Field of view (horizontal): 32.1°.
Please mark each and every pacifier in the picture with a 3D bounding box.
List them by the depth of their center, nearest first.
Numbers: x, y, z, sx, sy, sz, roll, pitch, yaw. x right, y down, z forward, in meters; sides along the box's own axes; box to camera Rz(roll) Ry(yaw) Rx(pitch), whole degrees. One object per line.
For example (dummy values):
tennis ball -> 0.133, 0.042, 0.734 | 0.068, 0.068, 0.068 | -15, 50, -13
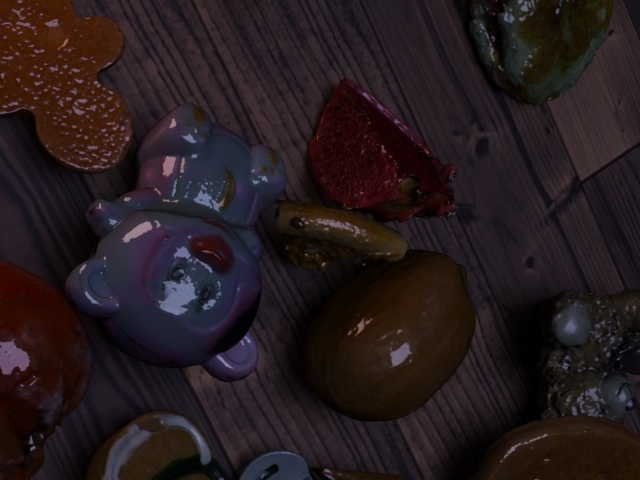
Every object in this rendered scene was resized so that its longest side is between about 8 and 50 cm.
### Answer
pacifier -> -0.046, 0.352, 1.440 | 0.126, 0.116, 0.150 | -30, 106, -4

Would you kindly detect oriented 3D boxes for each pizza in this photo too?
pizza -> 0.000, 0.000, 1.463 | 0.182, 0.161, 0.063 | 19, 69, -32

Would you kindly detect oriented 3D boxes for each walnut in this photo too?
walnut -> 0.107, 0.124, 1.499 | 0.297, 0.203, 0.203 | -34, 103, -31

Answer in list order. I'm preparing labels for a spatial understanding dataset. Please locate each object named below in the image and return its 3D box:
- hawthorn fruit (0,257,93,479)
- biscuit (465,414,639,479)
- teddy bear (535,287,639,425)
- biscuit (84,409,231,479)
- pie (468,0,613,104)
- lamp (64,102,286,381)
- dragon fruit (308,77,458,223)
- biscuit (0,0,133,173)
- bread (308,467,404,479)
hawthorn fruit -> -0.379, 0.145, 1.174 | 0.284, 0.284, 0.285 | 3, 85, -30
biscuit -> 0.351, 0.429, 1.640 | 0.385, 0.062, 0.365 | 25, 95, -27
teddy bear -> 0.402, 0.199, 1.687 | 0.267, 0.156, 0.256 | 1, 86, -39
biscuit -> -0.169, 0.378, 1.312 | 0.287, 0.057, 0.344 | -23, 89, -60
pie -> 0.352, -0.345, 1.743 | 0.274, 0.105, 0.257 | -24, 113, -27
lamp -> -0.179, 0.014, 1.340 | 0.247, 0.247, 0.301 | 31, 50, -29
dragon fruit -> 0.092, -0.085, 1.517 | 0.161, 0.274, 0.126 | 21, 117, -36
biscuit -> -0.338, -0.219, 1.330 | 0.205, 0.049, 0.324 | -36, 91, -25
bread -> 0.037, 0.353, 1.507 | 0.139, 0.074, 0.084 | 13, 77, -30
